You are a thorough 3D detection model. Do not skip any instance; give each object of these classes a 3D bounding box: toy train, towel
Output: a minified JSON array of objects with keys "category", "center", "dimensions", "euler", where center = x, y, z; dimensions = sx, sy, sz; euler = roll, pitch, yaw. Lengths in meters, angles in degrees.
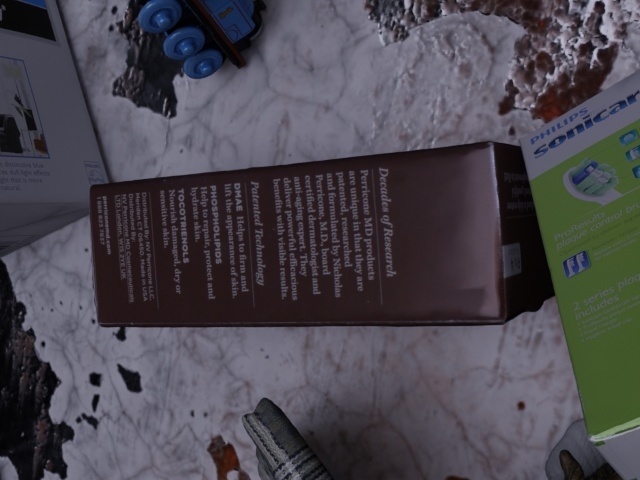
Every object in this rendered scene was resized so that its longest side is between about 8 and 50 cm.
[{"category":"toy train","center":[-0.116,-0.227,0.792],"dimensions":[0.105,0.184,0.080],"euler":[-31,69,6]},{"category":"towel","center":[0.029,0.289,0.689],"dimensions":[0.056,0.324,0.312],"euler":[-34,74,-13]}]

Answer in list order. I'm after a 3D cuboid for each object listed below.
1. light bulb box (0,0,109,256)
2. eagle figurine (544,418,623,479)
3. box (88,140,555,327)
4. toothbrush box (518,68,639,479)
[{"category":"light bulb box","center":[-0.483,-0.152,0.954],"dimensions":[0.357,0.225,0.361],"euler":[-21,83,27]},{"category":"eagle figurine","center":[0.246,0.313,0.654],"dimensions":[0.226,0.225,0.298],"euler":[31,148,62]},{"category":"box","center":[0.000,0.000,0.734],"dimensions":[0.381,0.191,0.143],"euler":[-2,92,27]},{"category":"toothbrush box","center":[0.244,0.049,0.525],"dimensions":[0.122,0.283,0.206],"euler":[-30,121,26]}]
